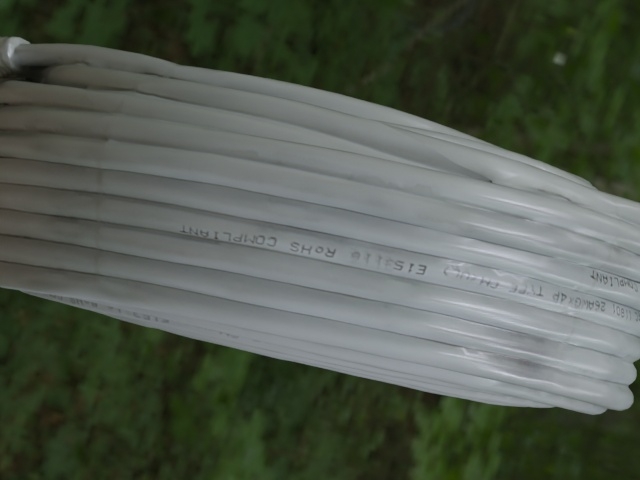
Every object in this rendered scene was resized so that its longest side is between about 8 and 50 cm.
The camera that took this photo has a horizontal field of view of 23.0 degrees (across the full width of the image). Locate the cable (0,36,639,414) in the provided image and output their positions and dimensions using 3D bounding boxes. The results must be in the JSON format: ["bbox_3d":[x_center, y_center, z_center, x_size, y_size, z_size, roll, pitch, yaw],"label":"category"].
[{"bbox_3d":[0.000,0.000,0.578,0.257,0.257,0.089,12,-92,44],"label":"cable"}]
